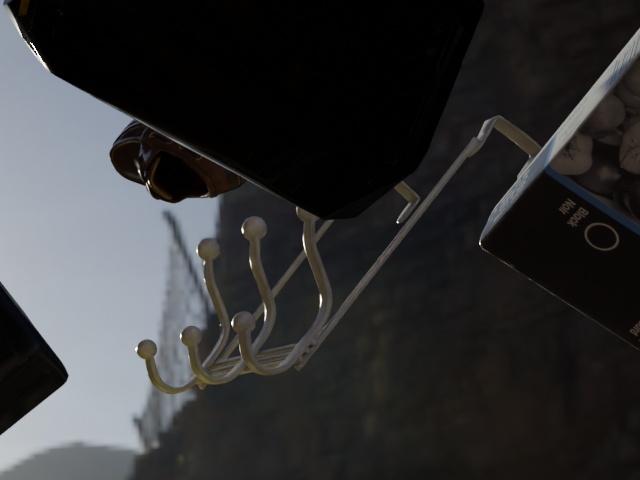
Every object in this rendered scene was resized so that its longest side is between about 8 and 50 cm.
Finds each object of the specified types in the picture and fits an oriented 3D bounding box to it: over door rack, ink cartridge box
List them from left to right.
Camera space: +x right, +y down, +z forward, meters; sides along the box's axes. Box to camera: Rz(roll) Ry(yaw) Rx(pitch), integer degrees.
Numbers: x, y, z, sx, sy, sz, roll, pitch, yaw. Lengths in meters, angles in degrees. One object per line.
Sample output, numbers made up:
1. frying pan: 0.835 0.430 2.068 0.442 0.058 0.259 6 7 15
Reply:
1. over door rack: 0.000 0.000 1.394 0.324 0.108 0.239 -39 9 -25
2. ink cartridge box: 0.218 -0.011 0.828 0.208 0.045 0.206 31 -45 -4

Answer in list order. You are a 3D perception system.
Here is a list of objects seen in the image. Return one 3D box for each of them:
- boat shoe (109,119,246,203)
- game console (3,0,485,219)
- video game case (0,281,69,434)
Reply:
1. boat shoe: -0.122 -0.064 1.318 0.178 0.060 0.064 5 -50 49
2. game console: 0.011 -0.205 0.775 0.213 0.361 0.044 28 -11 -28
3. video game case: -0.255 0.037 0.496 0.275 0.248 0.035 -38 -26 -8
